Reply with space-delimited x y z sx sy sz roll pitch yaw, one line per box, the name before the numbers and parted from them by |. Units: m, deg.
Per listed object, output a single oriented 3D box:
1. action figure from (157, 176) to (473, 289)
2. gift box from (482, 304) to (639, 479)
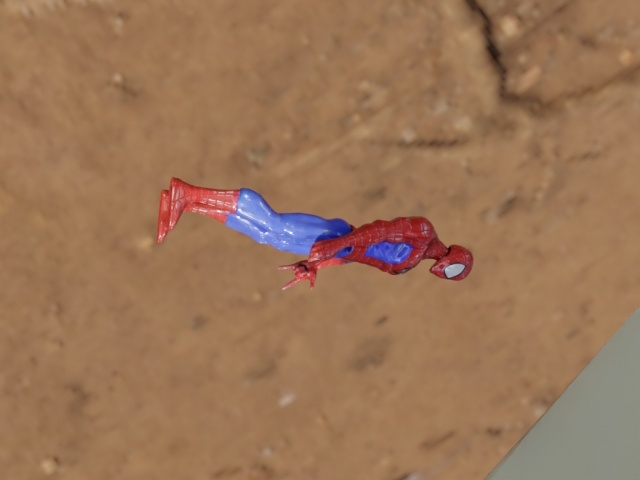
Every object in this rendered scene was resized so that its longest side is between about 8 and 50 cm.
action figure | 0.000 0.000 0.672 0.115 0.030 0.038 7 163 -12
gift box | 0.165 0.133 0.577 0.276 0.255 0.258 9 129 -39
